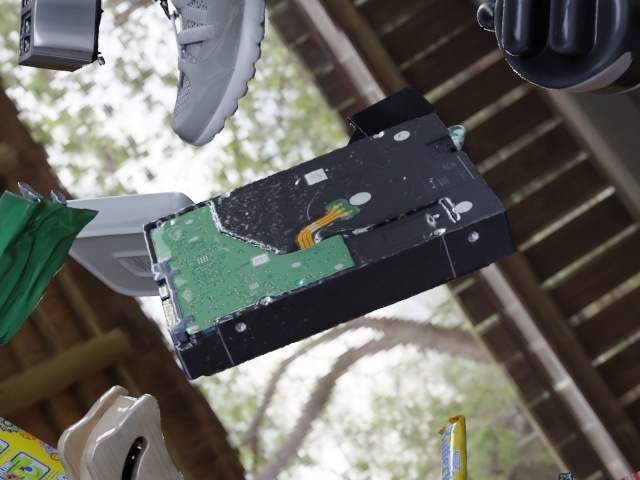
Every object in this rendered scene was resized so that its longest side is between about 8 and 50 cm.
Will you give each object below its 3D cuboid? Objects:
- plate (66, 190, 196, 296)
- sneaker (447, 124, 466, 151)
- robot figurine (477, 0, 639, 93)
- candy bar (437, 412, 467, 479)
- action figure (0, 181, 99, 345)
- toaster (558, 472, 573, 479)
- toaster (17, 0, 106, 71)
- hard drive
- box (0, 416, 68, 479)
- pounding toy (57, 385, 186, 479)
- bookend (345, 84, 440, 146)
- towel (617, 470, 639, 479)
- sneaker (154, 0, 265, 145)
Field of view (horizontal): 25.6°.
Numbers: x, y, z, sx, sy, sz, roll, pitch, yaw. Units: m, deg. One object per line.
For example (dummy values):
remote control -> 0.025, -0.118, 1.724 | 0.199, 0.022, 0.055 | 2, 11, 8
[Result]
plate -> -0.258, 0.020, 2.098 | 0.277, 0.278, 0.045 | 49, -136, -51
sneaker -> 0.155, -0.081, 1.658 | 0.069, 0.098, 0.038 | 39, 169, -36
robot figurine -> 0.311, -0.260, 1.642 | 0.209, 0.173, 0.278 | 48, -153, 23
candy bar -> 0.130, 0.234, 1.386 | 0.018, 0.040, 0.161 | 29, -146, -15
action figure -> -0.364, 0.046, 1.618 | 0.137, 0.232, 0.063 | 16, -162, -47
toaster -> 0.301, 0.334, 1.365 | 0.227, 0.129, 0.146 | 40, -132, -35
toaster -> -0.398, -0.348, 2.168 | 0.186, 0.110, 0.168 | -176, 88, -68
hard drive -> 0.000, 0.000, 1.413 | 0.237, 0.339, 0.064 | -117, 7, -58
box -> -0.475, 0.428, 1.988 | 0.279, 0.290, 0.177 | 29, -151, 8
pounding toy -> -0.170, 0.301, 1.562 | 0.155, 0.154, 0.269 | 6, 113, 51
bookend -> 0.095, -0.153, 2.285 | 0.072, 0.156, 0.157 | 46, 140, 16
towel -> 0.441, 0.294, 1.769 | 0.199, 0.275, 0.031 | 37, -148, -77
sneaker -> -0.102, -0.219, 1.220 | 0.105, 0.115, 0.281 | -101, 23, -65
